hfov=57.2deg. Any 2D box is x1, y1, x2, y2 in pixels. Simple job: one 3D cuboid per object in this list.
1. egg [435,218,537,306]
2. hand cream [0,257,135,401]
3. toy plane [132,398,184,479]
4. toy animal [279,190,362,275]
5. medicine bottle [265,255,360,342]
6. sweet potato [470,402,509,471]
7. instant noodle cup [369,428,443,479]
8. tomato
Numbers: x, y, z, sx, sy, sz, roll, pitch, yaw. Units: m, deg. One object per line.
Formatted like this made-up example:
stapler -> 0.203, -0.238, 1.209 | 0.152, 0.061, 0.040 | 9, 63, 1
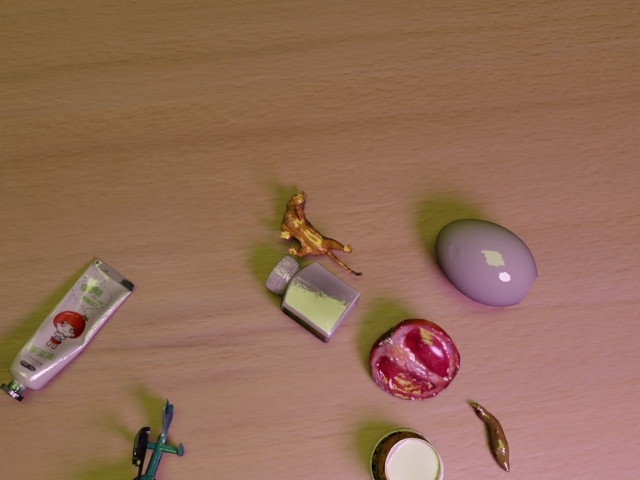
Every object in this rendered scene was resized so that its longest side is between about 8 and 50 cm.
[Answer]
egg -> 0.365, 0.045, 1.319 | 0.232, 0.176, 0.176 | 36, 72, 20
hand cream -> -0.555, 0.194, 1.283 | 0.121, 0.076, 0.336 | 32, 65, 7
toy plane -> -0.343, 0.502, 1.130 | 0.106, 0.155, 0.382 | 12, 53, 2
toy animal -> -0.007, 0.005, 1.368 | 0.114, 0.116, 0.255 | -44, 82, 7
medicine bottle -> -0.024, 0.121, 1.316 | 0.188, 0.088, 0.132 | 35, 73, 10
sweet potato -> 0.373, 0.415, 1.255 | 0.041, 0.038, 0.153 | -11, 67, -31
instant noodle cup -> 0.178, 0.455, 1.185 | 0.151, 0.122, 0.151 | 0, 69, 0
tomato -> 0.208, 0.249, 1.282 | 0.173, 0.099, 0.189 | 44, 113, -3
